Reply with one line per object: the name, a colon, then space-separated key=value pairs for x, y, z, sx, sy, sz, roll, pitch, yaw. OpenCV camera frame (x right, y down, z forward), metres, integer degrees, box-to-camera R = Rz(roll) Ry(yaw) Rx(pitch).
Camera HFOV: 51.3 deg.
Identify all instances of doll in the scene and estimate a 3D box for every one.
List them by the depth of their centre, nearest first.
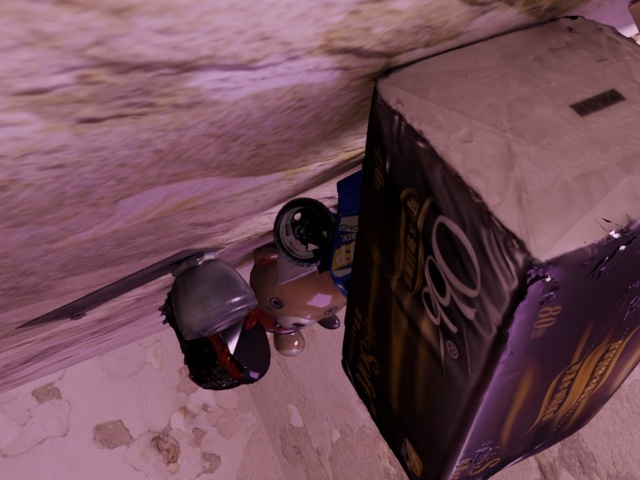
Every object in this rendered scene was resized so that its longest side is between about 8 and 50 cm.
doll: x=-0.058 y=0.112 z=1.343 sx=0.235 sy=0.174 sz=0.330 roll=17 pitch=147 yaw=-14

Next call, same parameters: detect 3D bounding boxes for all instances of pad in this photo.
pad: x=-0.270 y=0.066 z=0.927 sx=0.265 sy=0.009 sz=0.159 roll=-24 pitch=176 yaw=10

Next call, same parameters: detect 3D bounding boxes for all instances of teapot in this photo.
teapot: x=-0.149 y=0.070 z=0.922 sx=0.111 sy=0.108 sz=0.149 roll=-28 pitch=171 yaw=9

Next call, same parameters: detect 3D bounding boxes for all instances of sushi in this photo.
sushi: x=-0.188 y=0.169 z=1.226 sx=0.126 sy=0.225 sz=0.136 roll=-29 pitch=179 yaw=40

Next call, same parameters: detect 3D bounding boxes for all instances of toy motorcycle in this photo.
toy motorcycle: x=0.095 y=-0.018 z=0.731 sx=0.316 sy=0.168 sz=0.113 roll=-25 pitch=175 yaw=23

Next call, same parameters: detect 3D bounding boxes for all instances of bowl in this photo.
bowl: x=0.000 y=0.000 z=1.063 sx=0.189 sy=0.085 sz=0.189 roll=-22 pitch=176 yaw=-1

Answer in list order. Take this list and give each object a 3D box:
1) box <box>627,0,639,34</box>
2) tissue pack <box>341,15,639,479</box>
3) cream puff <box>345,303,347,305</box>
box: x=0.375 y=-0.198 z=0.497 sx=0.168 sy=0.095 sz=0.212 roll=-17 pitch=173 yaw=-40
tissue pack: x=0.145 y=0.029 z=0.528 sx=0.210 sy=0.198 sz=0.369 roll=-18 pitch=143 yaw=-16
cream puff: x=0.036 y=0.057 z=1.465 sx=0.195 sy=0.194 sz=0.221 roll=-21 pitch=179 yaw=-36
